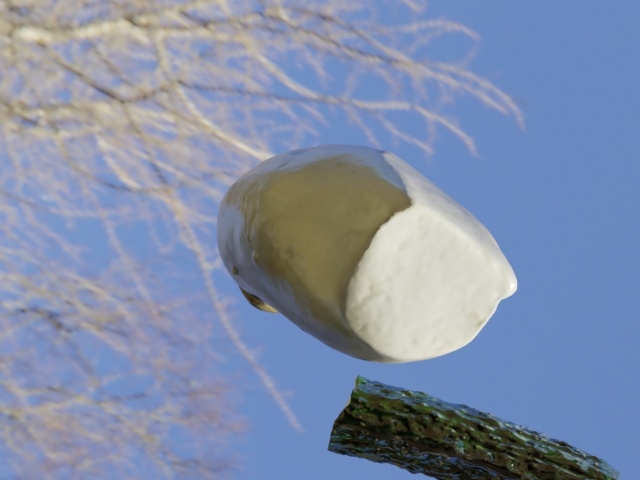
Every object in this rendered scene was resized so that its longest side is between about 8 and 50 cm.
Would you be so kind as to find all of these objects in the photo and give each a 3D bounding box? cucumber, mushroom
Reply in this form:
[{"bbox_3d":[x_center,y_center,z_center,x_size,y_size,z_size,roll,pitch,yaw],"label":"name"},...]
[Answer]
[{"bbox_3d":[0.100,0.139,1.178,0.187,0.058,0.058,18,-96,4],"label":"cucumber"},{"bbox_3d":[0.000,0.000,1.008,0.103,0.118,0.270,-48,-160,-11],"label":"mushroom"}]
